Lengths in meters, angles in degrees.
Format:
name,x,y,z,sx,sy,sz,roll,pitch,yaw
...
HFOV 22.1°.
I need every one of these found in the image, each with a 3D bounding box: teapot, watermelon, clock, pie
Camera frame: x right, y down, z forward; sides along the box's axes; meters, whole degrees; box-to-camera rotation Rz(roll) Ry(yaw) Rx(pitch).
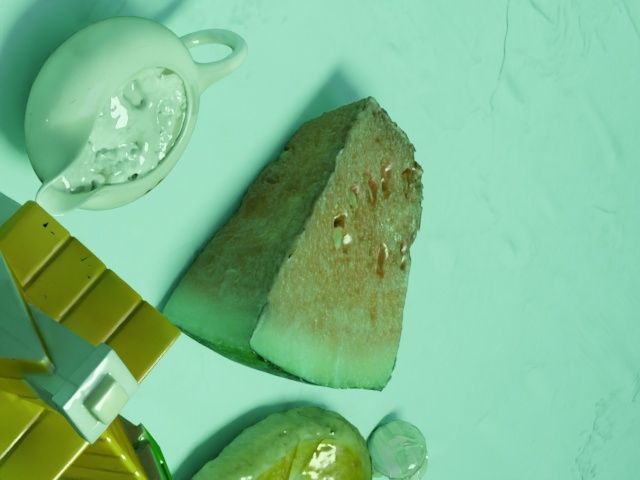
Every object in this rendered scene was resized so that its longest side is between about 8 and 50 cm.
name,x,y,z,sx,sy,sz,roll,pitch,yaw
teapot,0.079,0.236,1.773,0.083,0.064,0.064,-24,150,3
watermelon,0.000,0.000,1.449,0.193,0.139,0.257,31,78,-52
clock,-0.220,0.068,1.021,0.166,0.309,0.235,-50,145,-18
pie,-0.066,0.312,1.616,0.339,0.077,0.339,-28,133,-35
teapot,-0.146,-0.099,1.195,0.226,0.092,0.145,-41,144,-30
